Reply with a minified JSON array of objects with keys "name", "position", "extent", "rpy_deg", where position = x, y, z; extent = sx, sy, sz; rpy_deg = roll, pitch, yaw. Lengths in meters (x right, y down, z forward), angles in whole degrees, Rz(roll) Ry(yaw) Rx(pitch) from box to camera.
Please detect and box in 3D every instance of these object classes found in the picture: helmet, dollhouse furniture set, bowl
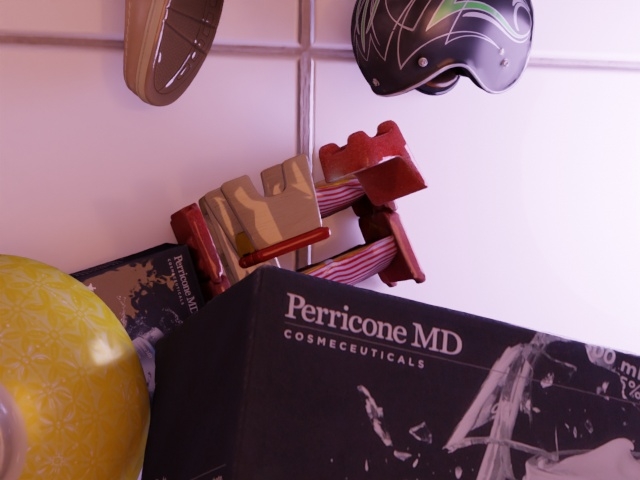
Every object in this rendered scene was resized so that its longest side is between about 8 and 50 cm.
[{"name":"helmet","position":[0.111,-0.213,1.865],"extent":[0.161,0.169,0.169],"rpy_deg":[16,86,-31]},{"name":"dollhouse furniture set","position":[0.000,0.000,1.727],"extent":[0.201,0.374,0.152],"rpy_deg":[-22,91,-13]},{"name":"bowl","position":[-0.309,0.165,1.695],"extent":[0.289,0.156,0.289],"rpy_deg":[1,98,10]}]

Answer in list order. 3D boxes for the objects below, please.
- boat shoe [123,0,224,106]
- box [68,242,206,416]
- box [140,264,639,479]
[{"name":"boat shoe","position":[-0.153,-0.280,1.833],"extent":[0.098,0.109,0.302],"rpy_deg":[9,88,24]},{"name":"box","position":[-0.186,0.098,1.819],"extent":[0.158,0.093,0.156],"rpy_deg":[-18,95,-16]},{"name":"box","position":[0.089,0.325,1.632],"extent":[0.480,0.297,0.472],"rpy_deg":[13,68,-19]}]
